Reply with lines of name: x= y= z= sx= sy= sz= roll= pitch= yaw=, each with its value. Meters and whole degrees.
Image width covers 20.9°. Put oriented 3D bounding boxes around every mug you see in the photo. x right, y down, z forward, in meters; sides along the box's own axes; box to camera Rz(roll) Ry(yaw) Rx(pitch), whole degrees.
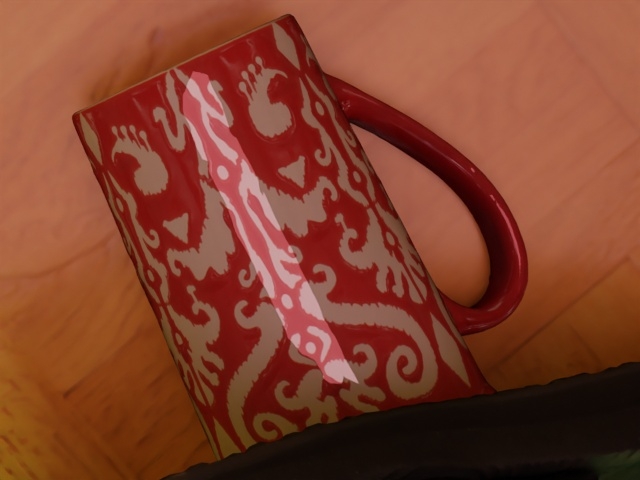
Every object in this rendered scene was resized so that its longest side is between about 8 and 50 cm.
mug: x=-0.009 y=0.004 z=0.668 sx=0.113 sy=0.150 sz=0.169 roll=-21 pitch=99 yaw=35

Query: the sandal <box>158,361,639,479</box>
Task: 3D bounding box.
sandal: x=0.029 y=0.136 z=0.570 sx=0.446 sy=0.107 sz=0.167 roll=-14 pitch=141 yaw=-28
